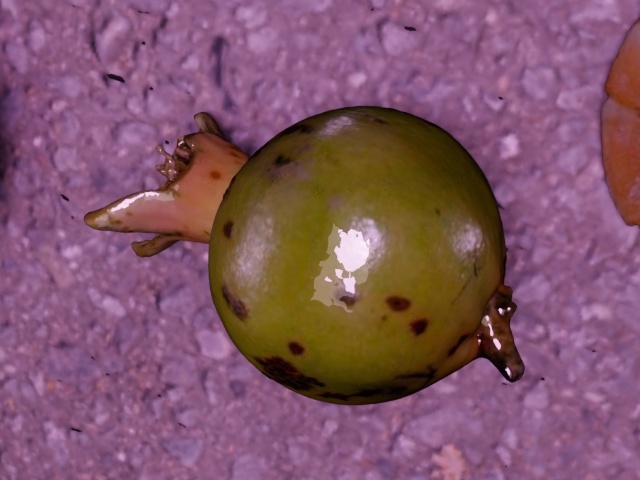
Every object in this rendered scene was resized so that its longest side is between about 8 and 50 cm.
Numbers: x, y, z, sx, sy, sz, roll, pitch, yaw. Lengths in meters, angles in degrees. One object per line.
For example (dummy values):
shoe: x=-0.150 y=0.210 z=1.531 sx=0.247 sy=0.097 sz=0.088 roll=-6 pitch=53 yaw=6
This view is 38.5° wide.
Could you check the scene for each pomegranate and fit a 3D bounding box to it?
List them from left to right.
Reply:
pomegranate: x=-0.009 y=0.007 z=0.464 sx=0.220 sy=0.156 sz=0.156 roll=0 pitch=103 yaw=29

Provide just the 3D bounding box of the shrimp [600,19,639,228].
shrimp: x=0.280 y=-0.026 z=0.447 sx=0.296 sy=0.058 sz=0.169 roll=27 pitch=113 yaw=8
